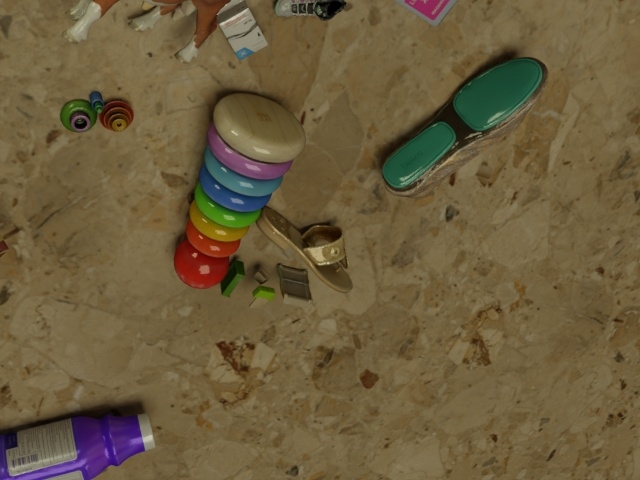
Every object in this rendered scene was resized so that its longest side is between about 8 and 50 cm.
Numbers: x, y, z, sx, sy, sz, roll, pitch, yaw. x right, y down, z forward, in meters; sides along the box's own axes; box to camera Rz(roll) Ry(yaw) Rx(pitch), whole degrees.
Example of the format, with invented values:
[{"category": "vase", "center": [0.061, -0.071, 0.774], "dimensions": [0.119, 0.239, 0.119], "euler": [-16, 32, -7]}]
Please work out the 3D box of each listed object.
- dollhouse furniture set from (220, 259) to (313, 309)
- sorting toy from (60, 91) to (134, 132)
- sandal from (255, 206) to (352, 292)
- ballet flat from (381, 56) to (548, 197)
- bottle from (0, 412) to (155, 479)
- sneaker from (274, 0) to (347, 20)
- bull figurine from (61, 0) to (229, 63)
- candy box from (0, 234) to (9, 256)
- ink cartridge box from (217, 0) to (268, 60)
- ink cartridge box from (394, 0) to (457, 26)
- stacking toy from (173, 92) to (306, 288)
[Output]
[{"category": "dollhouse furniture set", "center": [-0.091, 0.082, 1.591], "dimensions": [0.152, 0.076, 0.058], "euler": [15, 133, -30]}, {"category": "sorting toy", "center": [-0.313, -0.173, 1.306], "dimensions": [0.102, 0.042, 0.061], "euler": [-8, 130, -16]}, {"category": "sandal", "center": [0.001, 0.004, 1.551], "dimensions": [0.079, 0.088, 0.240], "euler": [-40, 126, 19]}, {"category": "ballet flat", "center": [0.238, -0.178, 1.510], "dimensions": [0.316, 0.107, 0.106], "euler": [-35, 152, 14]}, {"category": "bottle", "center": [-0.438, 0.372, 1.645], "dimensions": [0.283, 0.118, 0.092], "euler": [-13, 130, -14]}, {"category": "sneaker", "center": [-0.011, -0.325, 1.291], "dimensions": [0.098, 0.069, 0.038], "euler": [-19, 131, -7]}, {"category": "bull figurine", "center": [-0.225, -0.331, 1.138], "dimensions": [0.310, 0.101, 0.188], "euler": [4, 132, -47]}, {"category": "candy box", "center": [-0.537, 0.049, 1.311], "dimensions": [0.187, 0.053, 0.109], "euler": [-32, 179, 33]}, {"category": "ink cartridge box", "center": [-0.114, -0.300, 1.296], "dimensions": [0.048, 0.028, 0.083], "euler": [-30, 132, 2]}, {"category": "ink cartridge box", "center": [0.023, -0.397, 1.168], "dimensions": [0.311, 0.186, 0.065], "euler": [20, 120, -33]}, {"category": "stacking toy", "center": [-0.146, -0.059, 1.427], "dimensions": [0.141, 0.141, 0.330], "euler": [8, 131, -28]}]
